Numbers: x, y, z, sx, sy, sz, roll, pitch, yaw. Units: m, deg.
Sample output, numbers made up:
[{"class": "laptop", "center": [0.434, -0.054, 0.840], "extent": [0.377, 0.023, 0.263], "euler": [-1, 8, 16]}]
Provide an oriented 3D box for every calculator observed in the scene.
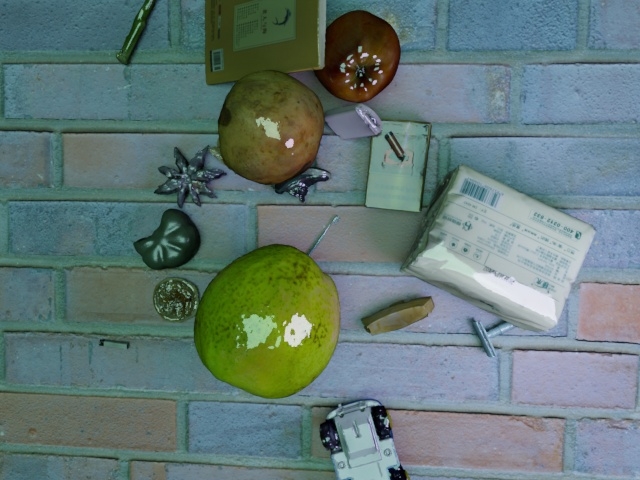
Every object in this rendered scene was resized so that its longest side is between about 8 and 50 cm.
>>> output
[{"class": "calculator", "center": [0.082, -0.306, 1.451], "extent": [0.100, 0.175, 0.032], "euler": [43, 66, -33]}]

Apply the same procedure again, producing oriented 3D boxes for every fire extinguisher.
[{"class": "fire extinguisher", "center": [0.193, -0.240, 1.441], "extent": [0.028, 0.022, 0.083], "euler": [-32, 91, -30]}]

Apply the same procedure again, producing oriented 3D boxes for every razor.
[{"class": "razor", "center": [0.531, 0.214, 1.501], "extent": [0.232, 0.068, 0.106], "euler": [-26, 92, 1]}]

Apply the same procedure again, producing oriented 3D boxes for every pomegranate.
[{"class": "pomegranate", "center": [-0.121, -0.276, 1.375], "extent": [0.282, 0.281, 0.280], "euler": [0, 94, 4]}]

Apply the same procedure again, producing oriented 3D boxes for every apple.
[{"class": "apple", "center": [0.094, -0.457, 1.404], "extent": [0.234, 0.234, 0.233], "euler": [0, 94, 4]}]

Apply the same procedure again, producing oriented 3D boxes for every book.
[{"class": "book", "center": [-0.151, -0.548, 1.425], "extent": [0.389, 0.032, 0.268], "euler": [5, 95, 34]}]

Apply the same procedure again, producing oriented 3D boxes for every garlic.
[{"class": "garlic", "center": [-0.237, -0.245, 1.519], "extent": [0.094, 0.074, 0.113], "euler": [-34, 84, 34]}]

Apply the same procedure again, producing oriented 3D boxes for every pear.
[{"class": "pear", "center": [-0.123, 0.192, 1.399], "extent": [0.392, 0.391, 0.390], "euler": [0, 94, 4]}]

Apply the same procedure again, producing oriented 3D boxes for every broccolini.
[{"class": "broccolini", "center": [-0.447, -0.655, 1.506], "extent": [0.079, 0.074, 0.391], "euler": [27, 94, 9]}]

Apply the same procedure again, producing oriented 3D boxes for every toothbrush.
[{"class": "toothbrush", "center": [0.000, 0.000, 1.548], "extent": [0.014, 0.011, 0.167], "euler": [36, 95, -4]}]

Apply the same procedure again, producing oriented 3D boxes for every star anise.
[{"class": "star anise", "center": [-0.362, -0.176, 1.539], "extent": [0.205, 0.061, 0.180], "euler": [5, 94, 5]}]

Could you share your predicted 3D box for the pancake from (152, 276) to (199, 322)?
[{"class": "pancake", "center": [-0.409, 0.170, 1.585], "extent": [0.140, 0.022, 0.139], "euler": [0, 95, 5]}]

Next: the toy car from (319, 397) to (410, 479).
[{"class": "toy car", "center": [0.124, 0.585, 1.497], "extent": [0.199, 0.166, 0.314], "euler": [-19, 75, 6]}]

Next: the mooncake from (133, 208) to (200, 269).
[{"class": "mooncake", "center": [-0.422, -0.003, 1.537], "extent": [0.169, 0.104, 0.174], "euler": [15, 91, 9]}]

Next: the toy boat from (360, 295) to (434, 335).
[{"class": "toy boat", "center": [0.207, 0.199, 1.516], "extent": [0.206, 0.072, 0.064], "euler": [-20, 108, 16]}]

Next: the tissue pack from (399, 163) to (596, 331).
[{"class": "tissue pack", "center": [0.433, 0.024, 1.402], "extent": [0.381, 0.207, 0.297], "euler": [28, 80, 2]}]

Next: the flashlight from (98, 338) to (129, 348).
[{"class": "flashlight", "center": [-0.593, 0.298, 1.609], "extent": [0.084, 0.018, 0.018], "euler": [6, 95, 4]}]

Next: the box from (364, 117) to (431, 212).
[{"class": "box", "center": [0.205, -0.199, 1.492], "extent": [0.160, 0.071, 0.239], "euler": [7, 95, 6]}]

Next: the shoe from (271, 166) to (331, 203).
[{"class": "shoe", "center": [-0.053, -0.149, 1.516], "extent": [0.169, 0.071, 0.099], "euler": [-2, 97, 8]}]
